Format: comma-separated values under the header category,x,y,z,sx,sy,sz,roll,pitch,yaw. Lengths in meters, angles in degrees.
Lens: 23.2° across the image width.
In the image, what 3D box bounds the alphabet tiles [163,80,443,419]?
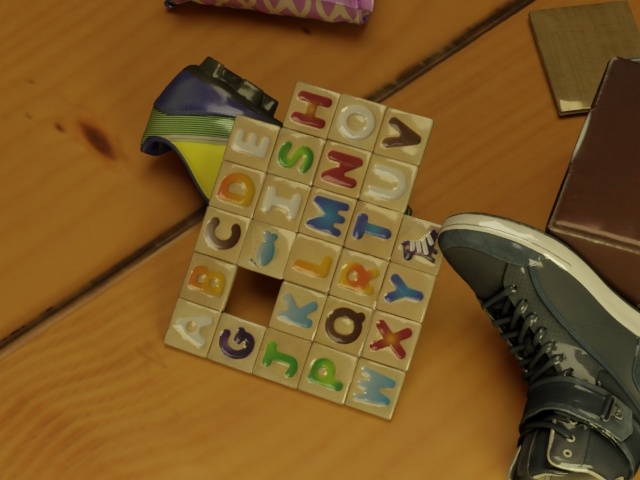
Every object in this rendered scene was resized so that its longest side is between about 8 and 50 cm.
category,x,y,z,sx,sy,sz,roll,pitch,yaw
alphabet tiles,0.000,0.000,1.246,0.198,0.009,0.237,17,88,14

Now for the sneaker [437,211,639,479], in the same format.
category,x,y,z,sx,sy,sz,roll,pitch,yaw
sneaker,0.158,0.093,1.170,0.226,0.086,0.163,36,62,-3

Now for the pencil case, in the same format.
category,x,y,z,sx,sy,sz,roll,pitch,yaw
pencil case,-0.045,-0.251,1.458,0.206,0.086,0.088,6,20,7

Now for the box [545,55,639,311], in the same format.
category,x,y,z,sx,sy,sz,roll,pitch,yaw
box,0.378,0.009,1.229,0.381,0.143,0.191,18,57,12

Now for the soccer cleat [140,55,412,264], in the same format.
category,x,y,z,sx,sy,sz,roll,pitch,yaw
soccer cleat,-0.030,-0.038,1.320,0.289,0.093,0.121,38,94,20

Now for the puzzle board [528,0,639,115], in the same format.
category,x,y,z,sx,sy,sz,roll,pitch,yaw
puzzle board,0.252,-0.168,1.439,0.096,0.011,0.128,-7,54,-5
